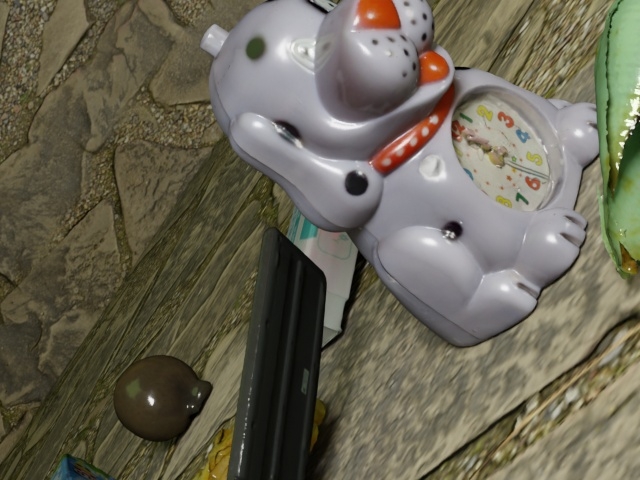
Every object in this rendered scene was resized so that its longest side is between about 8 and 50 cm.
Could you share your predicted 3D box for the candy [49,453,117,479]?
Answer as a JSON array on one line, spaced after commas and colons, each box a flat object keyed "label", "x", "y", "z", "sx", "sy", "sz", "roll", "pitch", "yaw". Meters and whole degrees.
[{"label": "candy", "x": -0.271, "y": 0.315, "z": 1.232, "sx": 0.062, "sy": 0.097, "sz": 0.194, "roll": -59, "pitch": 14, "yaw": -8}]

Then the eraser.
[{"label": "eraser", "x": 0.000, "y": 0.000, "z": 1.004, "sx": 0.095, "sy": 0.052, "sz": 0.225, "roll": -47, "pitch": 24, "yaw": 54}]

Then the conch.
[{"label": "conch", "x": 0.187, "y": -0.065, "z": 0.537, "sx": 0.106, "sy": 0.079, "sz": 0.170, "roll": 140, "pitch": 143, "yaw": -66}]

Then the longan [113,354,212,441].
[{"label": "longan", "x": -0.186, "y": 0.186, "z": 1.240, "sx": 0.119, "sy": 0.106, "sz": 0.106, "roll": -5, "pitch": 39, "yaw": 18}]

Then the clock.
[{"label": "clock", "x": 0.040, "y": -0.071, "z": 0.680, "sx": 0.189, "sy": 0.254, "sz": 0.189, "roll": -47, "pitch": 19, "yaw": 22}]

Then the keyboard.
[{"label": "keyboard", "x": -0.021, "y": 0.083, "z": 0.717, "sx": 0.041, "sy": 0.103, "sz": 0.381, "roll": 2, "pitch": 67, "yaw": 27}]

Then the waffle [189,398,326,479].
[{"label": "waffle", "x": -0.082, "y": 0.235, "z": 0.833, "sx": 0.291, "sy": 0.051, "sz": 0.291, "roll": -56, "pitch": 12, "yaw": 18}]
